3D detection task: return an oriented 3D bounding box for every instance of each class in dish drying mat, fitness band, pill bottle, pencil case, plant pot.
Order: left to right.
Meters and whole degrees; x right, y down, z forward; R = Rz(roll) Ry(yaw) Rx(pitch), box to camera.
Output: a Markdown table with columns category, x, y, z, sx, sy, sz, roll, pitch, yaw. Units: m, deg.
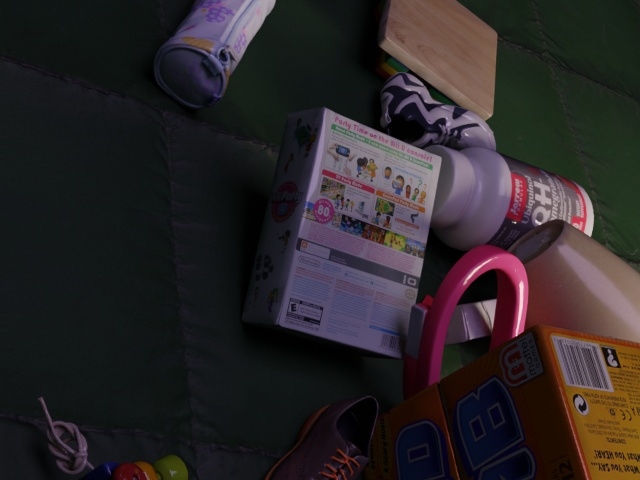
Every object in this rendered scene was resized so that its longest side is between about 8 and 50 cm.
| category | x | y | z | sx | sy | sz | roll | pitch | yaw |
| --- | --- | --- | --- | --- | --- | --- | --- | --- | --- |
| pencil case | -0.155 | -0.318 | 1.716 | 0.113 | 0.124 | 0.273 | 38 | 41 | -16 |
| dish drying mat | 0.164 | 0.119 | 1.782 | 0.032 | 0.008 | 0.083 | 46 | 41 | -8 |
| fitness band | 0.211 | 0.145 | 1.621 | 0.209 | 0.291 | 0.054 | -15 | 31 | -37 |
| pill bottle | 0.293 | -0.056 | 1.904 | 0.318 | 0.176 | 0.176 | 15 | 52 | -35 |
| plant pot | 0.413 | 0.110 | 1.807 | 0.274 | 0.256 | 0.256 | 50 | 39 | -12 |

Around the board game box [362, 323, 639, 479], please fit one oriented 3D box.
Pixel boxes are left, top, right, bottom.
| category | x | y | z | sx | sy | sz | roll | pitch | yaw |
| --- | --- | --- | --- | --- | --- | --- | --- | --- | --- |
| board game box | 0.318 | 0.361 | 1.475 | 0.356 | 0.356 | 0.356 | 13 | 53 | -38 |

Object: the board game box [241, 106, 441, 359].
| category | x | y | z | sx | sy | sz | roll | pitch | yaw |
| --- | --- | --- | --- | --- | --- | --- | --- | --- | --- |
| board game box | 0.035 | -0.005 | 1.588 | 0.224 | 0.097 | 0.303 | 19 | 78 | -34 |

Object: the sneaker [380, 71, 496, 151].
| category | x | y | z | sx | sy | sz | roll | pitch | yaw |
| --- | --- | --- | --- | --- | --- | --- | --- | --- | --- |
| sneaker | 0.197 | -0.178 | 1.969 | 0.235 | 0.094 | 0.153 | 37 | 43 | -17 |

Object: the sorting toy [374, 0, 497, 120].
| category | x | y | z | sx | sy | sz | roll | pitch | yaw |
| --- | --- | --- | --- | --- | --- | --- | --- | --- | --- |
| sorting toy | 0.202 | -0.358 | 2.110 | 0.257 | 0.089 | 0.255 | 32 | 43 | -21 |

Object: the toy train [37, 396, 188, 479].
| category | x | y | z | sx | sy | sz | roll | pitch | yaw |
| --- | --- | --- | --- | --- | --- | --- | --- | --- | --- |
| toy train | -0.205 | 0.267 | 1.257 | 0.143 | 0.105 | 0.248 | -9 | 67 | -58 |

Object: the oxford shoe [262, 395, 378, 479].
| category | x | y | z | sx | sy | sz | roll | pitch | yaw |
| --- | --- | --- | --- | --- | --- | --- | --- | --- | --- |
| oxford shoe | -0.001 | 0.292 | 1.424 | 0.097 | 0.098 | 0.271 | 41 | 41 | -12 |

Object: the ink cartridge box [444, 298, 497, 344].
| category | x | y | z | sx | sy | sz | roll | pitch | yaw |
| --- | --- | --- | --- | --- | --- | --- | --- | --- | --- |
| ink cartridge box | 0.224 | 0.126 | 1.751 | 0.135 | 0.099 | 0.056 | -5 | 82 | -48 |
